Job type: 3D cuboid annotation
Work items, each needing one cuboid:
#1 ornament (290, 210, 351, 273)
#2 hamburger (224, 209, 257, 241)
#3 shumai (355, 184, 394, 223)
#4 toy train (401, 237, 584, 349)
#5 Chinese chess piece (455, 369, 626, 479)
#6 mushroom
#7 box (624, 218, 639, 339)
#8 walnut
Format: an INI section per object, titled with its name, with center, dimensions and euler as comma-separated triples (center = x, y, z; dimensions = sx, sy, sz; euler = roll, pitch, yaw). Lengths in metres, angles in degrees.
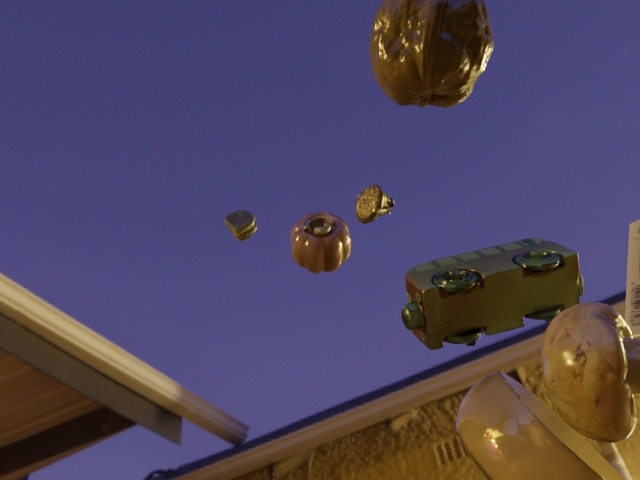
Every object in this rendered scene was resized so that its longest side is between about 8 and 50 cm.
[ornament]
center = 0.000, 0.000, 1.677
dimensions = 0.177, 0.178, 0.178
euler = -6, -43, -6
[hamburger]
center = -0.233, -0.055, 1.770
dimensions = 0.084, 0.121, 0.054
euler = -31, -51, -16
[shumai]
center = 0.164, -0.102, 1.740
dimensions = 0.087, 0.099, 0.124
euler = 10, -41, -38
[toy train]
center = 0.286, 0.086, 1.034
dimensions = 0.326, 0.159, 0.129
euler = -13, -74, -10
[Chinese chess piece]
center = 0.287, 0.282, 0.761
dimensions = 0.250, 0.251, 0.097
euler = 34, -79, -38
[mushroom]
center = 0.299, 0.139, 0.641
dimensions = 0.112, 0.148, 0.148
euler = -18, -42, 25
[box]
center = 0.807, 0.124, 1.365
dimensions = 0.210, 0.330, 0.095
euler = 33, -35, -17
[walnut]
center = 0.263, -0.461, 1.425
dimensions = 0.282, 0.277, 0.253
euler = 9, -2, 34
